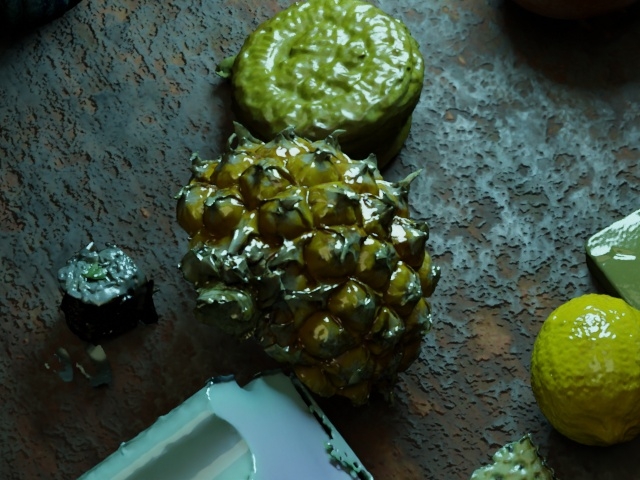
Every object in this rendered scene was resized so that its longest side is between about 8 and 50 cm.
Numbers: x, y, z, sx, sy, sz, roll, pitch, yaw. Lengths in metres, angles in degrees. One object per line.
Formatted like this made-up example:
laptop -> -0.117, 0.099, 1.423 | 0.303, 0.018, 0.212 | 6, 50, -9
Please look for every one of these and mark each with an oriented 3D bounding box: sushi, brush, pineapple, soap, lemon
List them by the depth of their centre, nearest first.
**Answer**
soap -> -0.163, 0.309, 1.199 | 0.446, 0.261, 0.156 | -36, 65, -13
pineapple -> -0.001, 0.000, 1.268 | 0.209, 0.286, 0.344 | -44, 80, 16
lemon -> 0.292, 0.130, 1.312 | 0.142, 0.142, 0.187 | 3, 48, 7
brush -> 0.407, 0.013, 1.403 | 0.197, 0.059, 0.123 | -27, 61, -9
sushi -> -0.247, 0.062, 1.425 | 0.094, 0.084, 0.098 | -33, 62, -29

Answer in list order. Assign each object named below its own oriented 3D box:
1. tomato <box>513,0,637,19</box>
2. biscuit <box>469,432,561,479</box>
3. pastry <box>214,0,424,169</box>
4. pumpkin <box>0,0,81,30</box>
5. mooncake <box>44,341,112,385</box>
tomato -> 0.316, -0.396, 1.515 | 0.264, 0.265, 0.265 | -2, 63, 5
biscuit -> 0.212, 0.318, 1.294 | 0.144, 0.016, 0.203 | -28, 65, -8
pastry -> 0.006, -0.193, 1.505 | 0.240, 0.132, 0.235 | -21, 64, -6
pumpkin -> -0.395, -0.406, 1.590 | 0.247, 0.248, 0.248 | -2, 63, 5
mooncake -> -0.354, 0.251, 1.362 | 0.346, 0.057, 0.150 | -37, 78, -15
